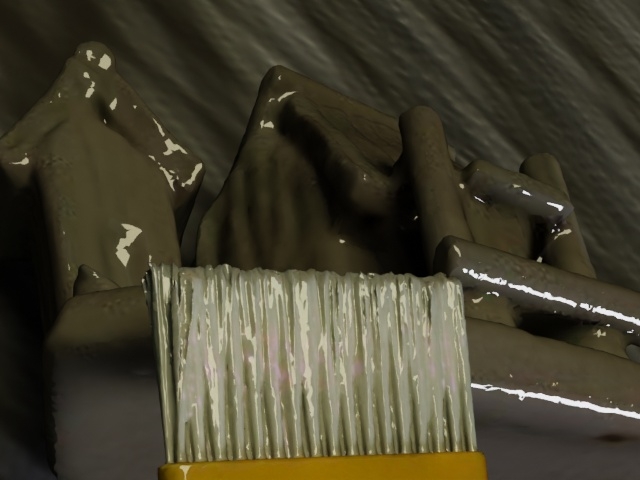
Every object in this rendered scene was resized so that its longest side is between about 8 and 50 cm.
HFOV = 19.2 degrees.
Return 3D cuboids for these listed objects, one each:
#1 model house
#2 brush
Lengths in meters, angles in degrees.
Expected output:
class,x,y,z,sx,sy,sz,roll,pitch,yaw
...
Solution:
class,x,y,z,sx,sy,sz,roll,pitch,yaw
model house,-0.002,0.009,0.635,0.229,0.122,0.188,12,40,-27
brush,0.009,0.140,0.486,0.103,0.013,0.272,3,76,-33
